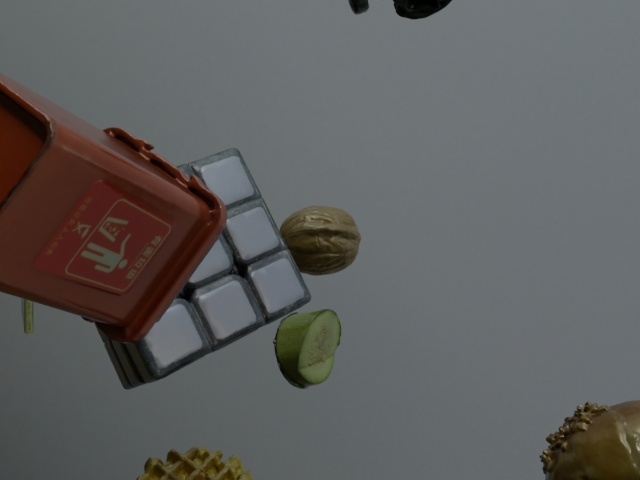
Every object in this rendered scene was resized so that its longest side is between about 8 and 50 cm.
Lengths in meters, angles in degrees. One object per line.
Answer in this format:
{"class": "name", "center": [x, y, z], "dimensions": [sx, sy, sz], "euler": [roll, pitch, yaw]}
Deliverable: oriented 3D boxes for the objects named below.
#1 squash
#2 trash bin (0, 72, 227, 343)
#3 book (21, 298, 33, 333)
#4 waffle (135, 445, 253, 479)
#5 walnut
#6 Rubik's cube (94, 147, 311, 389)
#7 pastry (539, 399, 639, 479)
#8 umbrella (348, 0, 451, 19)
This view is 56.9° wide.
{"class": "squash", "center": [-0.018, 0.302, 1.646], "dimensions": [0.133, 0.220, 0.220], "euler": [-11, -75, 34]}
{"class": "trash bin", "center": [-0.210, -0.034, 0.462], "dimensions": [0.184, 0.161, 0.239], "euler": [35, -3, 19]}
{"class": "book", "center": [-0.433, 0.071, 0.873], "dimensions": [0.077, 0.014, 0.111], "euler": [35, -59, 54]}
{"class": "waffle", "center": [-0.256, 0.530, 1.142], "dimensions": [0.329, 0.329, 0.062], "euler": [31, -47, 29]}
{"class": "walnut", "center": [0.000, 0.000, 1.846], "dimensions": [0.225, 0.260, 0.225], "euler": [179, -90, -82]}
{"class": "Rubik's cube", "center": [-0.247, 0.057, 1.046], "dimensions": [0.305, 0.300, 0.304], "euler": [-29, -94, 61]}
{"class": "pastry", "center": [0.460, 0.297, 0.804], "dimensions": [0.310, 0.255, 0.162], "euler": [-19, -124, 24]}
{"class": "umbrella", "center": [0.219, -0.522, 1.166], "dimensions": [0.094, 0.348, 0.143], "euler": [72, -5, -67]}
